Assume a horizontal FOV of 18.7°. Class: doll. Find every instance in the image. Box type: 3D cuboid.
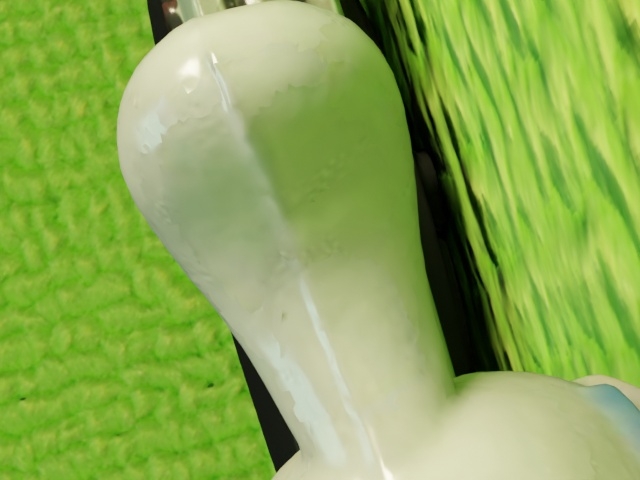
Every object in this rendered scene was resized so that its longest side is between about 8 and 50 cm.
[{"bbox_3d":[0.048,0.100,0.402,0.237,0.111,0.252,51,-164,-61],"label":"doll"}]

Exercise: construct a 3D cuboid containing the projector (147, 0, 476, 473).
[{"bbox_3d":[0.000,0.000,0.727,0.259,0.079,0.257,112,141,-82],"label":"projector"}]
